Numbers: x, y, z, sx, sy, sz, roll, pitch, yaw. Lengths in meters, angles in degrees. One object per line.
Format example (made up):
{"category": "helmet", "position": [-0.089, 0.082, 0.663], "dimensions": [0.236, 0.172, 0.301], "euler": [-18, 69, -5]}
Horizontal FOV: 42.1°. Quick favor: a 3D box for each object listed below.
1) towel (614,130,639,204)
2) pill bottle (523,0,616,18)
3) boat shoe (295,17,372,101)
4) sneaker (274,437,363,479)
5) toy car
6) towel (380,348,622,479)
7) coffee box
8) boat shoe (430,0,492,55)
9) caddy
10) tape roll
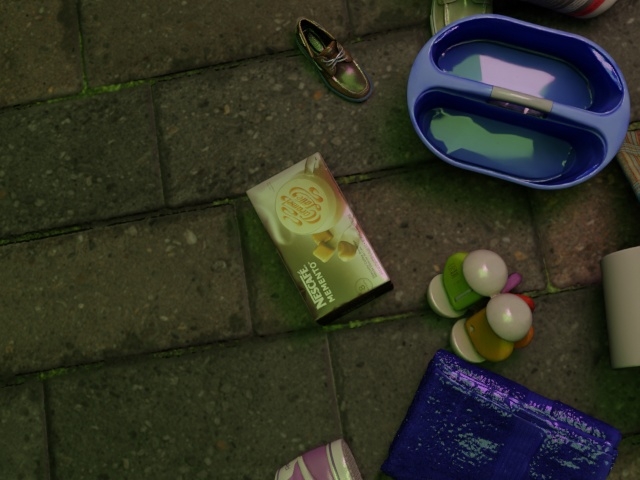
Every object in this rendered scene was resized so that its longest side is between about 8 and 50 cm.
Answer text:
{"category": "towel", "position": [0.589, -0.091, 1.213], "dimensions": [0.272, 0.370, 0.040], "euler": [-1, 119, 6]}
{"category": "pill bottle", "position": [0.325, -0.474, 1.320], "dimensions": [0.319, 0.176, 0.176], "euler": [8, 78, -24]}
{"category": "boat shoe", "position": [0.017, -0.315, 1.451], "dimensions": [0.066, 0.066, 0.183], "euler": [-45, 77, -3]}
{"category": "sneaker", "position": [0.016, 0.468, 1.284], "dimensions": [0.161, 0.102, 0.282], "euler": [-25, 66, 5]}
{"category": "toy car", "position": [0.269, 0.095, 1.310], "dimensions": [0.136, 0.159, 0.182], "euler": [-18, 74, -32]}
{"category": "towel", "position": [0.270, 0.326, 1.266], "dimensions": [0.308, 0.076, 0.227], "euler": [24, 94, 12]}
{"category": "coffee box", "position": [0.000, 0.000, 1.373], "dimensions": [0.141, 0.098, 0.246], "euler": [-28, 76, 1]}
{"category": "boat shoe", "position": [0.244, -0.442, 1.433], "dimensions": [0.109, 0.094, 0.302], "euler": [0, 79, 7]}
{"category": "caddy", "position": [0.304, -0.214, 1.308], "dimensions": [0.341, 0.179, 0.241], "euler": [15, 95, 4]}
{"category": "tape roll", "position": [0.541, 0.098, 1.210], "dimensions": [0.246, 0.246, 0.169], "euler": [-4, 78, 6]}
